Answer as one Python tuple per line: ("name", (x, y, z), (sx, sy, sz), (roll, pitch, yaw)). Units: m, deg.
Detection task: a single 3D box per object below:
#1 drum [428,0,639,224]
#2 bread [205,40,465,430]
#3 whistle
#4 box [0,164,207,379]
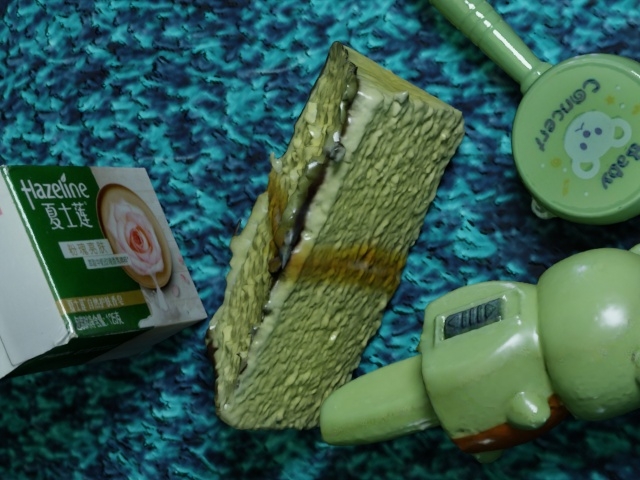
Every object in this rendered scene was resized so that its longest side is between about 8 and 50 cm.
("drum", (0.134, -0.102, 1.039), (0.253, 0.049, 0.130), (33, 104, 21))
("bread", (0.000, 0.000, 1.070), (0.266, 0.142, 0.178), (-63, 28, 14))
("whistle", (0.130, 0.084, 1.009), (0.288, 0.131, 0.106), (-22, 124, 22))
("box", (-0.181, 0.020, 1.105), (0.081, 0.199, 0.135), (-26, 82, 20))
